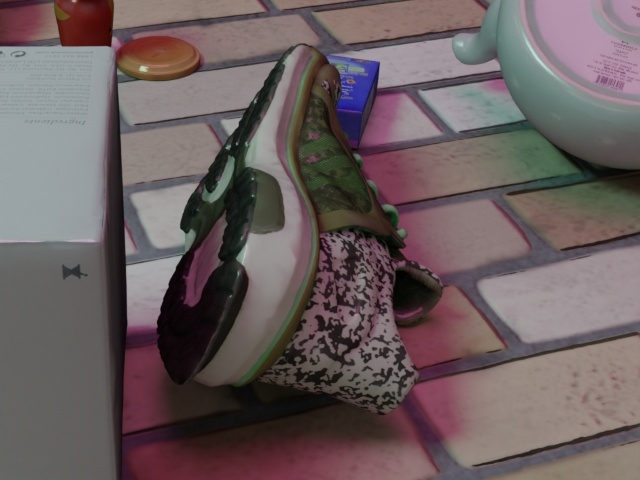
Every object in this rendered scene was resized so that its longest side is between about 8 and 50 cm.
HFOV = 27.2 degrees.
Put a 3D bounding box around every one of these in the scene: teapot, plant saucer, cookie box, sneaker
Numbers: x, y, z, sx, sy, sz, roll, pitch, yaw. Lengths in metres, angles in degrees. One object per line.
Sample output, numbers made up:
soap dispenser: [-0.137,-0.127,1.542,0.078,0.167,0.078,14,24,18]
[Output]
teapot: [0.277,-0.157,1.155,0.252,0.187,0.256,-22,64,-3]
plant saucer: [-0.160,-0.182,1.301,0.083,0.013,0.083,1,34,-1]
cookie box: [0.001,-0.131,1.210,0.092,0.040,0.107,8,34,8]
sneaker: [0.000,0.000,0.976,0.182,0.158,0.410,31,29,-14]

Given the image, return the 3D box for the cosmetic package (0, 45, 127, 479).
cosmetic package: [-0.187,0.032,0.789,0.138,0.224,0.224,-2,34,-7]

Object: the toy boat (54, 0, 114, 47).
toy boat: [-0.347,-0.253,1.258,0.318,0.148,0.267,9,42,5]
